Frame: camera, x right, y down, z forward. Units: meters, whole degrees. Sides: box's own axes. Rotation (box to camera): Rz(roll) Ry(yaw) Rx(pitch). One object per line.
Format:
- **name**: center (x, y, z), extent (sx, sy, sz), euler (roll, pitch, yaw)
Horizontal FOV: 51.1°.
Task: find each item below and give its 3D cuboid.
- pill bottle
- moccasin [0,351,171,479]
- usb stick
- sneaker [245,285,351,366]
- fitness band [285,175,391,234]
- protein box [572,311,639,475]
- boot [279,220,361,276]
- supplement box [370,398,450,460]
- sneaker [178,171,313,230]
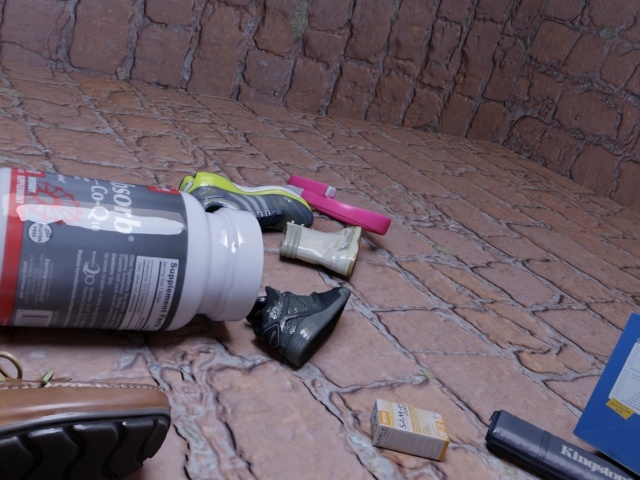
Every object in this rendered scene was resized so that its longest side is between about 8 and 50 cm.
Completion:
- **pill bottle**: center (-0.281, 0.022, 0.952), extent (0.362, 0.210, 0.210), euler (6, 23, -27)
- **moccasin**: center (-0.335, 0.180, 0.638), extent (0.379, 0.139, 0.147), euler (-4, 36, -24)
- **usb stick**: center (0.362, 0.320, 0.928), extent (0.277, 0.045, 0.077), euler (25, 21, 18)
- **sneaker**: center (-0.034, 0.110, 1.093), extent (0.130, 0.087, 0.227), euler (30, 29, 15)
- **fitness band**: center (0.036, -0.083, 1.568), extent (0.209, 0.054, 0.290), euler (23, 0, -40)
- **protein box**: center (0.509, 0.242, 0.940), extent (0.136, 0.201, 0.199), euler (23, 3, -41)
- **boot**: center (0.000, 0.000, 1.423), extent (0.165, 0.077, 0.213), euler (14, 21, 0)
- **supplement box**: center (0.120, 0.257, 0.912), extent (0.098, 0.036, 0.062), euler (14, 20, -6)
- **sneaker**: center (-0.152, -0.051, 1.424), extent (0.299, 0.111, 0.121), euler (8, 41, -23)
